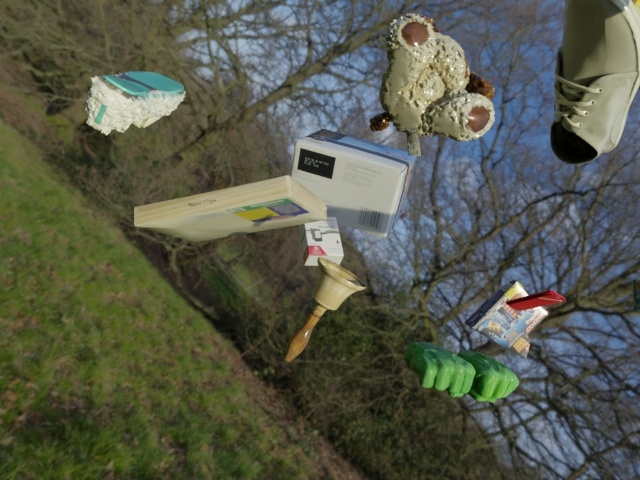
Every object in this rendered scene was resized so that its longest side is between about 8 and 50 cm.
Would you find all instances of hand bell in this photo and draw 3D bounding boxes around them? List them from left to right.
[{"bbox_3d":[-0.013,0.172,1.175,0.126,0.242,0.126,30,7,-4],"label":"hand bell"}]

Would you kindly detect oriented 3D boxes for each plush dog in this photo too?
[{"bbox_3d":[0.215,-0.313,1.018,0.262,0.225,0.210,47,-33,-11],"label":"plush dog"}]

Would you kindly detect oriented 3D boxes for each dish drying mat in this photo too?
[{"bbox_3d":[0.310,0.089,0.754,0.032,0.008,0.083,26,-28,-17],"label":"dish drying mat"}]

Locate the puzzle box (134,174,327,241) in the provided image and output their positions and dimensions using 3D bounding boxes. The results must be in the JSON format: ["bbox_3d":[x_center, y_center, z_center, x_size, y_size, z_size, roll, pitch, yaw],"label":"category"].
[{"bbox_3d":[-0.213,-0.068,1.308,0.272,0.408,0.052,28,55,-70],"label":"puzzle box"}]

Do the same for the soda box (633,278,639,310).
[{"bbox_3d":[0.650,0.096,0.958,0.063,0.183,0.058,-3,-92,56],"label":"soda box"}]

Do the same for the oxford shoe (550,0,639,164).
[{"bbox_3d":[0.539,-0.307,1.051,0.169,0.130,0.449,49,-4,37],"label":"oxford shoe"}]

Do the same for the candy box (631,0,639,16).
[{"bbox_3d":[0.878,-0.640,1.392,0.206,0.105,0.027,-9,53,-46],"label":"candy box"}]

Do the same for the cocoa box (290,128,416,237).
[{"bbox_3d":[0.102,-0.195,1.676,0.347,0.231,0.228,18,27,15],"label":"cocoa box"}]

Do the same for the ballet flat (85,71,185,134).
[{"bbox_3d":[-0.455,-0.336,1.266,0.147,0.147,0.409,55,14,-11],"label":"ballet flat"}]

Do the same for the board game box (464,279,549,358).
[{"bbox_3d":[0.572,0.248,1.554,0.194,0.194,0.060,44,3,-9],"label":"board game box"}]

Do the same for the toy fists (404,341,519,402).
[{"bbox_3d":[0.337,0.315,1.226,0.279,0.096,0.142,16,0,-23],"label":"toy fists"}]

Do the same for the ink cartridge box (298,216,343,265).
[{"bbox_3d":[0.000,0.000,1.577,0.063,0.109,0.150,112,-26,-50],"label":"ink cartridge box"}]
